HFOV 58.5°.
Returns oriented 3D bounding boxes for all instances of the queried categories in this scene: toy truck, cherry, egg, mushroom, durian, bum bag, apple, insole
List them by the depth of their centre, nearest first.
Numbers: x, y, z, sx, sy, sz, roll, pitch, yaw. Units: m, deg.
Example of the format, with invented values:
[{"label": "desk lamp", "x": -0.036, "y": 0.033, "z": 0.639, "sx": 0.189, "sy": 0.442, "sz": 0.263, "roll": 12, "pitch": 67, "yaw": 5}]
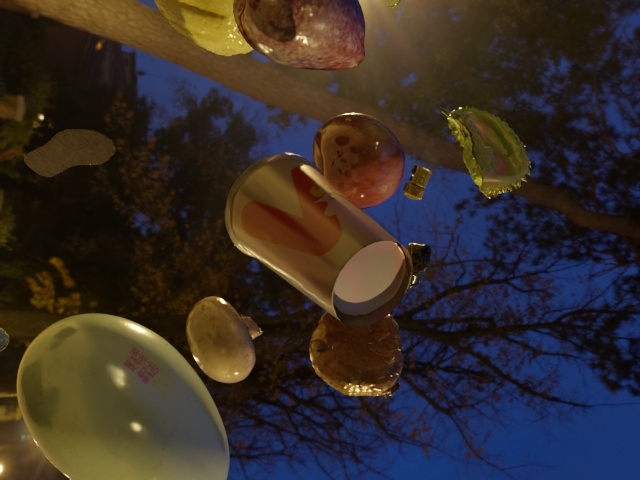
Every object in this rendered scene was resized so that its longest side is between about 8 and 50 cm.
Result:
[{"label": "egg", "x": -0.285, "y": 0.269, "z": 0.868, "sx": 0.230, "sy": 0.371, "sz": 0.230, "roll": -38, "pitch": -164, "yaw": 12}, {"label": "cherry", "x": -0.037, "y": -0.427, "z": 1.085, "sx": 0.230, "sy": 0.301, "sz": 0.202, "roll": 10, "pitch": -103, "yaw": 66}, {"label": "toy truck", "x": 0.242, "y": -0.142, "z": 1.425, "sx": 0.054, "sy": 0.049, "sz": 0.083, "roll": -106, "pitch": -142, "yaw": -81}, {"label": "mushroom", "x": -0.237, "y": 0.241, "z": 1.426, "sx": 0.226, "sy": 0.178, "sz": 0.226, "roll": 34, "pitch": -39, "yaw": 34}, {"label": "insole", "x": -0.644, "y": -0.221, "z": 1.456, "sx": 0.349, "sy": 0.119, "sz": 0.009, "roll": -10, "pitch": -134, "yaw": 36}, {"label": "durian", "x": 0.448, "y": -0.241, "z": 1.521, "sx": 0.158, "sy": 0.169, "sz": 0.351, "roll": -32, "pitch": -138, "yaw": 25}, {"label": "apple", "x": 0.107, "y": -0.229, "z": 1.651, "sx": 0.306, "sy": 0.235, "sz": 0.305, "roll": 173, "pitch": -90, "yaw": -81}, {"label": "bum bag", "x": 0.220, "y": 0.143, "z": 1.701, "sx": 0.326, "sy": 0.080, "sz": 0.142, "roll": -50, "pitch": -156, "yaw": 2}]

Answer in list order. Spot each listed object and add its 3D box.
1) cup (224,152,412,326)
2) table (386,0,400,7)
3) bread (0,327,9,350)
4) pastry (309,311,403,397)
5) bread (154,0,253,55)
[{"label": "cup", "x": 0.000, "y": 0.000, "z": 0.874, "sx": 0.288, "sy": 0.203, "sz": 0.202, "roll": 40, "pitch": -61, "yaw": 49}, {"label": "table", "x": 0.201, "y": -0.707, "z": 1.453, "sx": 0.166, "sy": 0.167, "sz": 0.198, "roll": -51, "pitch": -136, "yaw": 42}, {"label": "bread", "x": -0.292, "y": 0.095, "z": 0.318, "sx": 0.112, "sy": 0.193, "sz": 0.036, "roll": -29, "pitch": -95, "yaw": 33}, {"label": "pastry", "x": 0.090, "y": 0.244, "z": 1.263, "sx": 0.229, "sy": 0.219, "sz": 0.100, "roll": 44, "pitch": -30, "yaw": 31}, {"label": "bread", "x": -0.245, "y": -0.587, "z": 1.318, "sx": 0.321, "sy": 0.237, "sz": 0.320, "roll": 16, "pitch": -56, "yaw": 25}]
